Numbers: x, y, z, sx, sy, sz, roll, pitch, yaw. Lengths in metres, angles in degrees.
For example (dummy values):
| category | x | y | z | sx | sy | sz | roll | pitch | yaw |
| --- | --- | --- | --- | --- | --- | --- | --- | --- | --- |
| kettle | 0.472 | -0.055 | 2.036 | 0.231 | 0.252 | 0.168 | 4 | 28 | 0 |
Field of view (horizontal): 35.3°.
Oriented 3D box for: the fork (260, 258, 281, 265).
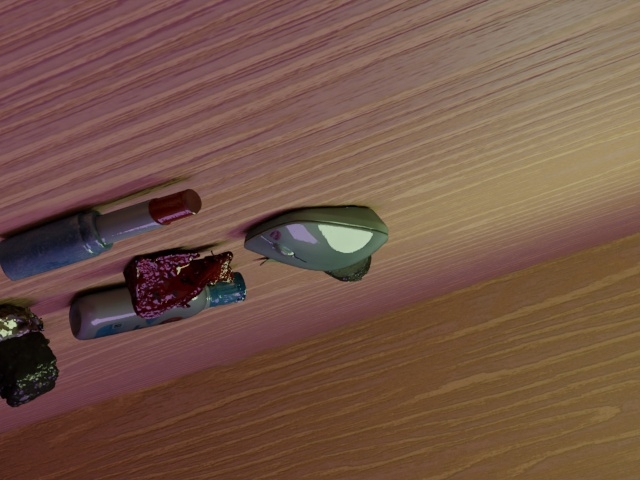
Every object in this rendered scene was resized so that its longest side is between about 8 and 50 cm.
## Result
| category | x | y | z | sx | sy | sz | roll | pitch | yaw |
| --- | --- | --- | --- | --- | --- | --- | --- | --- | --- |
| fork | -0.051 | 0.047 | 2.088 | 0.034 | 0.028 | 0.219 | -19 | 170 | 34 |

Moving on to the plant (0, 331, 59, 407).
| category | x | y | z | sx | sy | sz | roll | pitch | yaw |
| --- | --- | --- | --- | --- | --- | --- | --- | --- | --- |
| plant | -0.666 | 0.269 | 1.996 | 0.275 | 0.146 | 0.149 | -10 | 139 | -34 |

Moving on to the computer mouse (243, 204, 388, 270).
| category | x | y | z | sx | sy | sz | roll | pitch | yaw |
| --- | --- | --- | --- | --- | --- | --- | --- | --- | --- |
| computer mouse | 0.002 | 0.006 | 1.778 | 0.159 | 0.097 | 0.288 | -22 | 169 | 39 |

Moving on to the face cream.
| category | x | y | z | sx | sy | sz | roll | pitch | yaw |
| --- | --- | --- | --- | --- | --- | --- | --- | --- | --- |
| face cream | -0.308 | 0.120 | 1.942 | 0.337 | 0.080 | 0.163 | -10 | 168 | -26 |

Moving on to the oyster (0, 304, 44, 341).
| category | x | y | z | sx | sy | sz | roll | pitch | yaw |
| --- | --- | --- | --- | --- | --- | --- | --- | --- | --- |
| oyster | -0.546 | 0.141 | 1.778 | 0.103 | 0.051 | 0.148 | -15 | 155 | 10 |

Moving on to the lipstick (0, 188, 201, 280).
| category | x | y | z | sx | sy | sz | roll | pitch | yaw |
| --- | --- | --- | --- | --- | --- | --- | --- | --- | --- |
| lipstick | -0.289 | -0.013 | 1.329 | 0.274 | 0.061 | 0.068 | -17 | 167 | 9 |

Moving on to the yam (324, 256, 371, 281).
| category | x | y | z | sx | sy | sz | roll | pitch | yaw |
| --- | --- | --- | --- | --- | --- | --- | --- | --- | --- |
| yam | 0.050 | 0.034 | 1.996 | 0.107 | 0.107 | 0.183 | -17 | 172 | 3 |

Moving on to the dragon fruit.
| category | x | y | z | sx | sy | sz | roll | pitch | yaw |
| --- | --- | --- | --- | --- | --- | --- | --- | --- | --- |
| dragon fruit | -0.247 | 0.045 | 1.753 | 0.192 | 0.122 | 0.092 | -17 | -151 | -13 |
